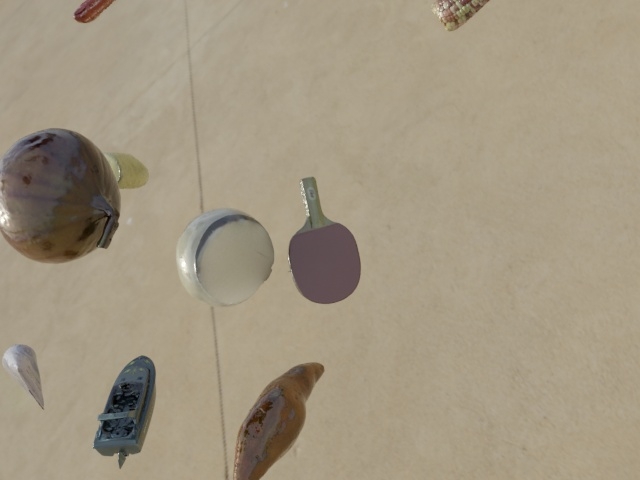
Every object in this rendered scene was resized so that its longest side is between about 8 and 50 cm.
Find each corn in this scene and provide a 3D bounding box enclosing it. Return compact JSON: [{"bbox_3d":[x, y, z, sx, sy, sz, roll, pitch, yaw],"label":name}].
[{"bbox_3d":[0.345,-0.550,1.421,0.253,0.086,0.086,-40,37,27],"label":"corn"}]

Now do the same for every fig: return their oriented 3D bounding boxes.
[{"bbox_3d":[-0.448,-0.076,1.184,0.214,0.235,0.235,-18,46,23],"label":"fig"}]

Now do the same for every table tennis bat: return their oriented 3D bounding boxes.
[{"bbox_3d":[0.000,0.000,1.299,0.138,0.247,0.022,-12,2,-10],"label":"table tennis bat"}]

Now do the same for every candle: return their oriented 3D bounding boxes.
[{"bbox_3d":[-0.447,-0.614,1.577,0.048,0.051,0.329,39,77,21],"label":"candle"}]

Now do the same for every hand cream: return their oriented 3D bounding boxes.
[{"bbox_3d":[-0.483,0.211,1.103,0.053,0.084,0.142,-33,32,-22],"label":"hand cream"}]

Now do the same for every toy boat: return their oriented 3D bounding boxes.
[{"bbox_3d":[-0.381,0.319,1.347,0.092,0.103,0.246,-6,36,5],"label":"toy boat"}]

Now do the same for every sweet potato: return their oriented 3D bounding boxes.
[{"bbox_3d":[-0.082,0.336,1.276,0.112,0.112,0.359,-15,29,35],"label":"sweet potato"}]

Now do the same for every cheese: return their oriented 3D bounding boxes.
[{"bbox_3d":[-0.590,-0.205,1.984,0.123,0.167,0.094,31,102,9],"label":"cheese"}]

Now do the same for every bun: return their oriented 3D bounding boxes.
[{"bbox_3d":[-0.177,0.026,1.169,0.119,0.173,0.173,15,69,47],"label":"bun"}]
